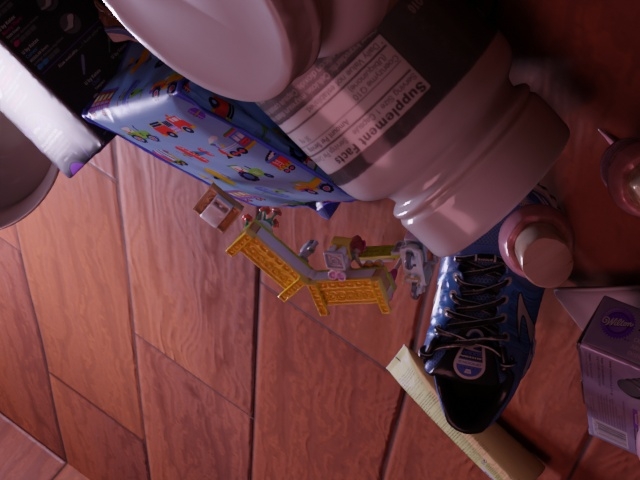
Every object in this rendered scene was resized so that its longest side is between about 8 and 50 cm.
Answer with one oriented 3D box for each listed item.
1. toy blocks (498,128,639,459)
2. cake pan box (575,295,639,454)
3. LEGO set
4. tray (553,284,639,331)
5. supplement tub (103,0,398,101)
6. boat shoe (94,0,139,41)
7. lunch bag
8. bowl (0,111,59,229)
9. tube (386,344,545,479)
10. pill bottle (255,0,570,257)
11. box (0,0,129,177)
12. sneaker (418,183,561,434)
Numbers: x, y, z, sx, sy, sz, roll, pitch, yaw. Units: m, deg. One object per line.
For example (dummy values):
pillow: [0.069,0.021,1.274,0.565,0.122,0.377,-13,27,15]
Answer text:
toy blocks: [0.349,0.023,1.484,0.288,0.309,0.260,56,-173,-5]
cake pan box: [0.387,0.177,1.735,0.246,0.070,0.267,23,160,23]
LEGO set: [0.000,0.000,1.987,0.287,0.107,0.132,15,132,16]
tray: [0.364,0.089,1.737,0.145,0.030,0.270,49,154,-21]
supplement tub: [-0.002,-0.285,1.264,0.241,0.331,0.241,33,155,18]
boat shoe: [-0.208,-0.264,1.929,0.066,0.066,0.183,52,154,-21]
lunch bag: [-0.083,-0.115,1.950,0.293,0.138,0.221,41,156,-26]
bowl: [-0.455,-0.167,2.299,0.298,0.298,0.134,41,-160,0]
tube: [0.184,0.230,2.218,0.240,0.062,0.070,42,113,8]
pill bottle: [0.041,-0.168,1.558,0.361,0.204,0.204,44,156,-8]
box: [-0.331,-0.232,2.067,0.270,0.143,0.165,45,154,-7]
sneaker: [0.175,0.072,1.769,0.130,0.147,0.330,8,131,12]
